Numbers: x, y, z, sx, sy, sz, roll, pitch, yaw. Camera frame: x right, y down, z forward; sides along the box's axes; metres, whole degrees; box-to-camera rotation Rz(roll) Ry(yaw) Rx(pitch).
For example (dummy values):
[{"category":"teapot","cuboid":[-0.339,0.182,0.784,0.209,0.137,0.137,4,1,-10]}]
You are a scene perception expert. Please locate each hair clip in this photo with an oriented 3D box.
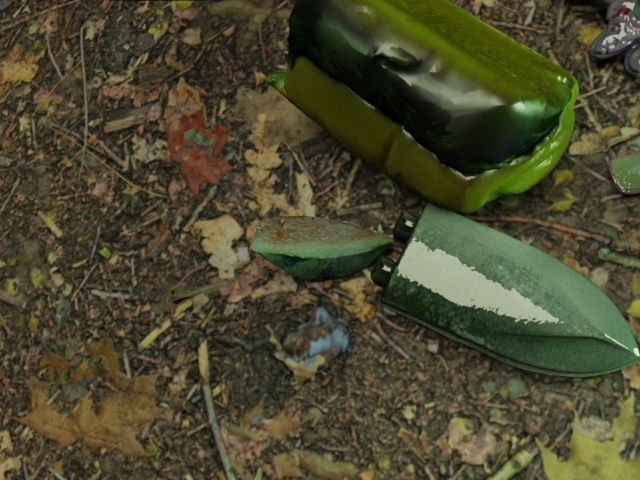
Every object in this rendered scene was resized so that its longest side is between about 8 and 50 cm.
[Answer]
[{"category":"hair clip","cuboid":[0.380,-0.296,0.989,0.137,0.090,0.278,-44,66,9]},{"category":"hair clip","cuboid":[0.422,-0.095,0.948,0.137,0.022,0.054,-19,68,10]}]

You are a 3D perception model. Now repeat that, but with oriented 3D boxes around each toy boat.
[{"category":"toy boat","cuboid":[0.221,0.070,0.922,0.319,0.092,0.141,25,80,15]}]

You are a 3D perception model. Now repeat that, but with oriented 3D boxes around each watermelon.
[{"category":"watermelon","cuboid":[0.002,0.008,1.018,0.180,0.081,0.094,11,59,3]}]

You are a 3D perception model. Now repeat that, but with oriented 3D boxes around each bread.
[{"category":"bread","cuboid":[0.120,-0.188,0.959,0.376,0.251,0.208,35,129,22]}]
